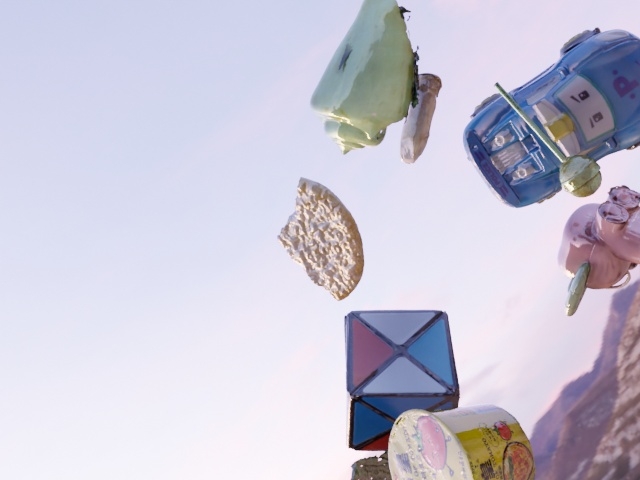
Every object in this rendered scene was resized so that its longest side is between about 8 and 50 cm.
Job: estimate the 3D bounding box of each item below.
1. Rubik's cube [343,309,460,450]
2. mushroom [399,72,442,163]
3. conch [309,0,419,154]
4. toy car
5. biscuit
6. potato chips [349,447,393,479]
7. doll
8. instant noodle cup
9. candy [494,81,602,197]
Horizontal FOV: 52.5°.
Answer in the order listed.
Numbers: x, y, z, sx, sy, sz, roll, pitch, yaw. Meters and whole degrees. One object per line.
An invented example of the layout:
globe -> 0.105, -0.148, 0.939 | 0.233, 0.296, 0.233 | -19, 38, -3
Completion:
Rubik's cube -> 0.179, 0.328, 1.521 | 0.246, 0.250, 0.248 | 0, -45, 1
mushroom -> 0.215, -0.275, 1.444 | 0.071, 0.084, 0.209 | 66, -144, -69
conch -> 0.083, -0.252, 1.010 | 0.137, 0.143, 0.251 | 27, -76, -29
toy car -> 0.371, -0.184, 0.984 | 0.314, 0.198, 0.166 | -33, 0, 26
biscuit -> 0.000, 0.000, 1.255 | 0.040, 0.188, 0.266 | -41, -53, -46
potato chips -> 0.068, 0.614, 1.399 | 0.389, 0.097, 0.373 | -6, -51, -51
doll -> 0.633, 0.029, 1.418 | 0.284, 0.216, 0.268 | -40, -33, -32
instant noodle cup -> 0.208, 0.317, 0.928 | 0.144, 0.182, 0.182 | -6, -45, -32
candy -> 0.309, -0.142, 0.893 | 0.061, 0.202, 0.061 | -41, -5, -4
